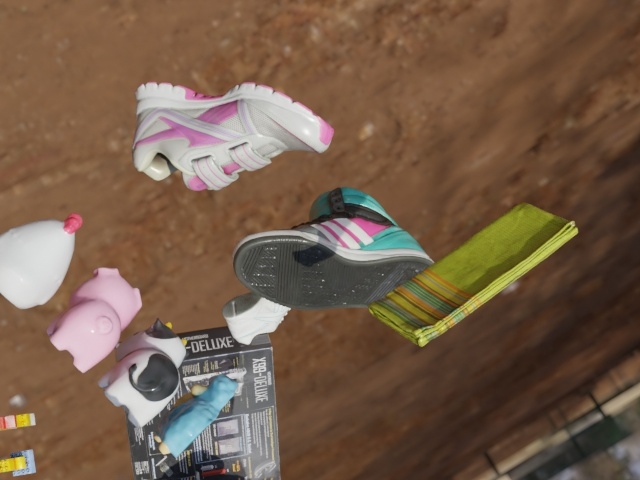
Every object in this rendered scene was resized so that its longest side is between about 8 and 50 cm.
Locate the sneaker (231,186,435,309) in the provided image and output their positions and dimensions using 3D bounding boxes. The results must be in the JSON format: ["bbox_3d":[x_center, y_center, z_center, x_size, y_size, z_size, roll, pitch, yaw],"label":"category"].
[{"bbox_3d":[0.000,0.000,1.863,0.296,0.178,0.123,7,118,-27],"label":"sneaker"}]

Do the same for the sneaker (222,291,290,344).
[{"bbox_3d":[-0.067,0.087,1.883,0.152,0.061,0.054,-30,-146,-25],"label":"sneaker"}]

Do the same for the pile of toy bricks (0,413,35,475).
[{"bbox_3d":[-0.482,0.290,1.803,0.212,0.118,0.105,-13,172,26],"label":"pile of toy bricks"}]

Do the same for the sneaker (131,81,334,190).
[{"bbox_3d":[-0.101,-0.104,1.495,0.252,0.111,0.103,4,164,32],"label":"sneaker"}]

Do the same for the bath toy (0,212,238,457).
[{"bbox_3d":[-0.253,0.101,1.654,0.129,0.348,0.151,-44,-160,-5],"label":"bath toy"}]

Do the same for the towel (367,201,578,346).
[{"bbox_3d":[0.170,0.031,1.532,0.237,0.021,0.102,-34,-145,-19],"label":"towel"}]

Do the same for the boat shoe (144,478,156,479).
[{"bbox_3d":[-0.129,0.293,1.348,0.048,0.153,0.056,0,-140,50],"label":"boat shoe"}]

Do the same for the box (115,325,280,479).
[{"bbox_3d":[-0.194,0.286,2.208,0.243,0.076,0.307,-9,124,-9],"label":"box"}]
